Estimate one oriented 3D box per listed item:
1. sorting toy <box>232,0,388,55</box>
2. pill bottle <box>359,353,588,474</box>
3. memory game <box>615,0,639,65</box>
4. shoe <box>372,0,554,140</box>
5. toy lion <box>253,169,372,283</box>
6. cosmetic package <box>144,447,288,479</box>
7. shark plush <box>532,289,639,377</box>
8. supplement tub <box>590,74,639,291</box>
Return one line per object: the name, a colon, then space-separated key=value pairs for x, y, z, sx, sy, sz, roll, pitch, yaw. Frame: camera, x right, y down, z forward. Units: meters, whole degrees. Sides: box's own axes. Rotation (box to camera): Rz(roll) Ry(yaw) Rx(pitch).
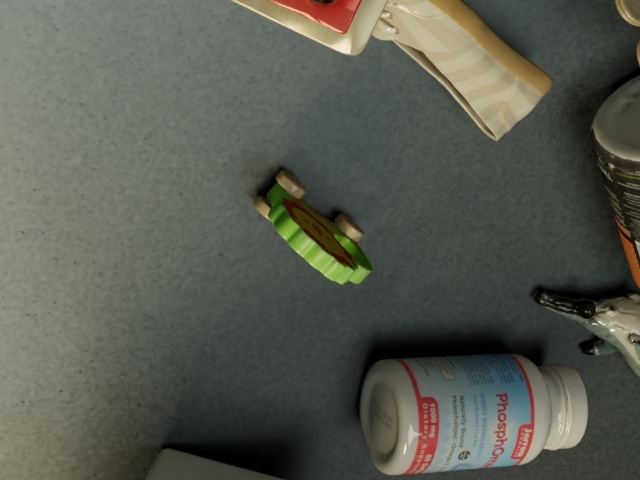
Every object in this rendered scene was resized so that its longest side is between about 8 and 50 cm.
sorting toy: x=-0.041 y=-0.259 z=1.044 sx=0.255 sy=0.089 sz=0.257 roll=25 pitch=111 yaw=-5
pill bottle: x=0.117 y=0.130 z=1.428 sx=0.160 sy=0.087 sz=0.087 roll=-2 pitch=122 yaw=-22
memory game: x=0.277 y=-0.171 z=1.288 sx=0.186 sy=0.012 sz=0.186 roll=2 pitch=85 yaw=-26
shoe: x=0.072 y=-0.137 z=1.244 sx=0.219 sy=0.076 sz=0.058 roll=34 pitch=99 yaw=-37
toy lion: x=0.000 y=0.000 z=1.290 sx=0.034 sy=0.096 sz=0.100 roll=-47 pitch=127 yaw=11
cosmetic package: x=-0.103 y=0.412 z=1.405 sx=0.161 sy=0.230 sz=0.453 roll=14 pitch=120 yaw=6
shark plush: x=0.233 y=0.081 z=1.470 sx=0.161 sy=0.073 sz=0.067 roll=14 pitch=145 yaw=-34
supplement tub: x=0.273 y=-0.024 z=1.377 sx=0.117 sy=0.117 sz=0.190 roll=-28 pitch=128 yaw=-4
